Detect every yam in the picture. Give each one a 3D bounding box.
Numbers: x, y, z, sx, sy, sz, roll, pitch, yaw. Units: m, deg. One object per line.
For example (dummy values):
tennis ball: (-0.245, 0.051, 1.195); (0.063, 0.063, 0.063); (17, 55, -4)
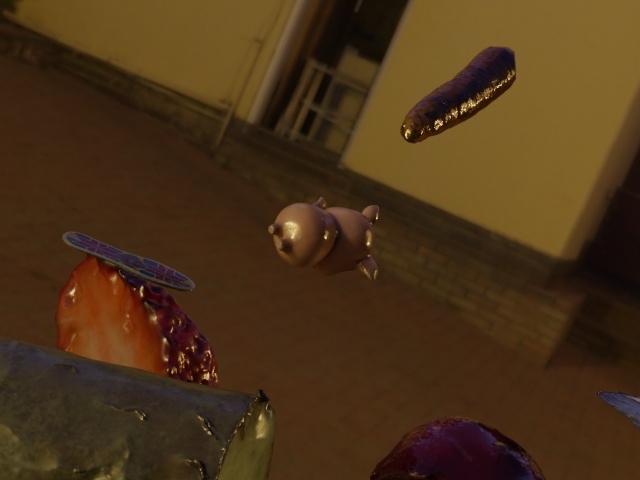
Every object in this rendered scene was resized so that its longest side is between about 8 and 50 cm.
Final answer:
yam: (-0.197, 0.184, 0.841); (0.300, 0.195, 0.195); (10, 5, 5)

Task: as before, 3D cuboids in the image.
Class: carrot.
carrot: (0.183, -0.188, 1.379); (0.066, 0.066, 0.314); (26, 35, 20)

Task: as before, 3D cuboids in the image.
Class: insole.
insole: (-0.261, 0.029, 1.454); (0.193, 0.006, 0.065); (24, 18, -11)

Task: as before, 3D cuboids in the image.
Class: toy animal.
toy animal: (0.004, 0.000, 1.151); (0.150, 0.083, 0.089); (1, 11, -40)

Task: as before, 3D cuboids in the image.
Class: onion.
onion: (0.318, 0.498, 1.926); (0.398, 0.420, 0.398); (29, 46, -35)

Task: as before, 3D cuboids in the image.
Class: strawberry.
strawberry: (-0.262, 0.169, 1.544); (0.149, 0.265, 0.336); (8, 48, -48)

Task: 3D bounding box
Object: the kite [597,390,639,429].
kite: (0.345, 0.148, 0.805); (0.310, 0.015, 0.169); (3, 22, -45)
